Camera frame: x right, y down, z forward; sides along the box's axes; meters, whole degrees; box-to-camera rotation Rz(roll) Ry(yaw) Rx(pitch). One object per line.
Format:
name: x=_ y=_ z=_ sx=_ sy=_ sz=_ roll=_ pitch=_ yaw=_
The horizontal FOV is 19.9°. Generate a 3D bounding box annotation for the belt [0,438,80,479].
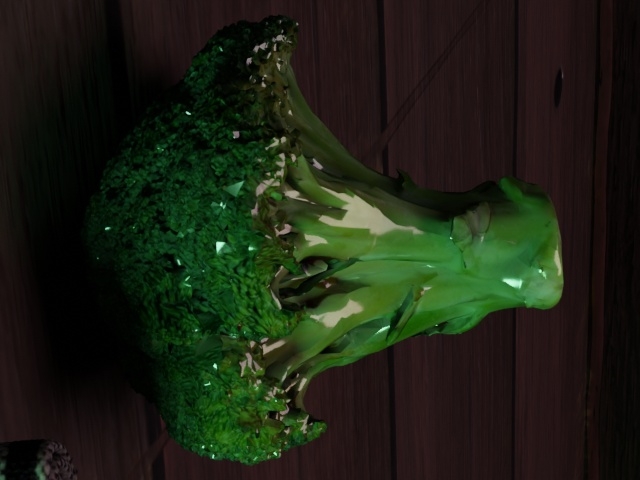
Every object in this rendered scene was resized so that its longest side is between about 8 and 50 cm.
belt: x=-0.144 y=0.241 z=0.918 sx=0.126 sy=0.094 sz=0.359 roll=-79 pitch=166 yaw=-54

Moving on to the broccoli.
broccoli: x=0.000 y=0.000 z=1.011 sx=0.269 sy=0.269 sz=0.254 roll=0 pitch=90 yaw=-72
